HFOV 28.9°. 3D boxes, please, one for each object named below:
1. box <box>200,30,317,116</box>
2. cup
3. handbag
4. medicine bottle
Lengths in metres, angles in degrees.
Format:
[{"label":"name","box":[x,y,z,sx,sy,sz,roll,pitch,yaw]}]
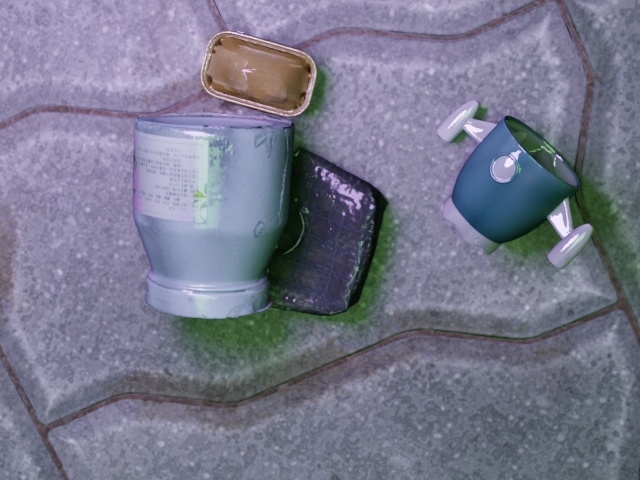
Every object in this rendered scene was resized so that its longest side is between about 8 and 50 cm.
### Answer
[{"label":"box","box":[-0.094,-0.259,1.920,0.177,0.111,0.111,15,102,3]},{"label":"cup","box":[0.281,-0.075,1.894,0.173,0.167,0.299,-48,67,22]},{"label":"handbag","box":[0.000,0.000,1.979,0.175,0.088,0.270,17,103,11]},{"label":"medicine bottle","box":[-0.165,-0.043,1.899,0.245,0.245,0.290,3,101,5]}]
